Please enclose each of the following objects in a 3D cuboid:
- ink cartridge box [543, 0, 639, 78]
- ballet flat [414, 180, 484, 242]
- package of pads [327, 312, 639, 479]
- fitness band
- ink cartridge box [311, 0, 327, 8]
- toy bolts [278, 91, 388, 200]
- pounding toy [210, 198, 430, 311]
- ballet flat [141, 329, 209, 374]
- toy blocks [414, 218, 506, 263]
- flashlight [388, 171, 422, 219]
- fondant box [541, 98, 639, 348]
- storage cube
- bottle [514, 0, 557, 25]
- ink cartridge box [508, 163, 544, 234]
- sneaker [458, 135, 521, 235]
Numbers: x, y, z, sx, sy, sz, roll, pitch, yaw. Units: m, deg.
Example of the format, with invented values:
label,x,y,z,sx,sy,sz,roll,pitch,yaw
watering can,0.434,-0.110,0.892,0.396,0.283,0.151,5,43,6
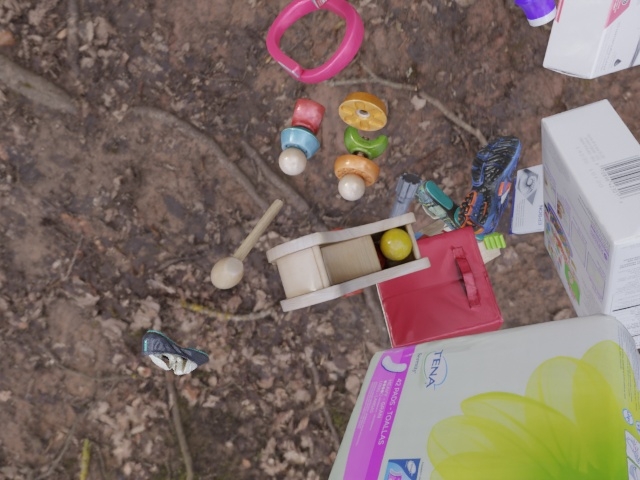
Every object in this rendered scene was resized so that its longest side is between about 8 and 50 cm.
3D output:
label,x,y,z,sx,sy,sz,roll,pitch,yaw
ink cartridge box,0.480,-0.364,0.870,0.092,0.218,0.158,37,138,40
ballet flat,0.289,-0.058,1.218,0.188,0.070,0.070,45,126,-1
package of pads,0.159,0.198,0.530,0.297,0.229,0.101,-19,118,37
fitness band,-0.016,-0.488,1.279,0.209,0.291,0.054,-45,139,7
ink cartridge box,0.015,-0.569,1.114,0.135,0.099,0.056,-38,154,9
toy bolts,0.023,-0.199,1.132,0.229,0.158,0.218,16,160,4
pounding toy,0.000,0.000,0.678,0.270,0.154,0.154,-15,175,-23
ballet flat,-0.345,0.279,1.273,0.074,0.074,0.203,-18,143,25
toy blocks,0.451,0.033,1.952,0.261,0.381,0.190,-28,112,-10
flashlight,0.279,-0.091,1.878,0.103,0.103,0.304,1,125,-21
fondant box,0.421,-0.005,0.804,0.096,0.238,0.330,-16,141,11
storage cube,0.214,0.106,1.015,0.193,0.183,0.215,-15,161,6
bottle,0.471,-0.634,1.232,0.118,0.092,0.283,11,148,48
ink cartridge box,0.702,-0.136,1.806,0.045,0.223,0.224,10,172,-18
sneaker,0.348,-0.109,1.086,0.083,0.221,0.087,23,178,43
